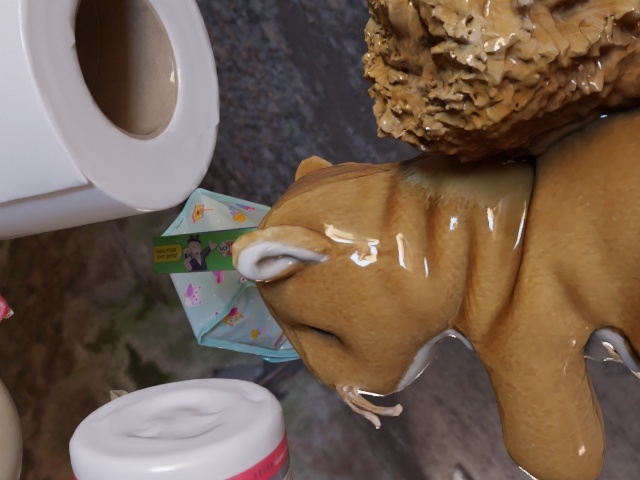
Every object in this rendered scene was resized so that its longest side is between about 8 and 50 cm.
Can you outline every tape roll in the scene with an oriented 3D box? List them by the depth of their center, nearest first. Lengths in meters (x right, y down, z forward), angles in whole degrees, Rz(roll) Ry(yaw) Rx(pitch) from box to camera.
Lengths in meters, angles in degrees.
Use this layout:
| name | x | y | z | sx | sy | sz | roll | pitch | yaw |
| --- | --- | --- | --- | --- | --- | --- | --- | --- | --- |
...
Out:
| name | x | y | z | sx | sy | sz | roll | pitch | yaw |
| --- | --- | --- | --- | --- | --- | --- | --- | --- | --- |
| tape roll | -0.217 | -0.131 | 0.811 | 0.169 | 0.246 | 0.246 | -8 | 126 | 27 |

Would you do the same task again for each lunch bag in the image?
| name | x | y | z | sx | sy | sz | roll | pitch | yaw |
| --- | --- | --- | --- | --- | --- | --- | --- | --- | --- |
| lunch bag | -0.092 | 0.061 | 1.534 | 0.262 | 0.160 | 0.223 | 18 | -147 | -45 |

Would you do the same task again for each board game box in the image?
| name | x | y | z | sx | sy | sz | roll | pitch | yaw |
| --- | --- | --- | --- | --- | --- | --- | --- | --- | --- |
| board game box | 0.000 | 0.000 | 1.098 | 0.317 | 0.213 | 0.046 | -4 | 91 | 40 |

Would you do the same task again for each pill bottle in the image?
| name | x | y | z | sx | sy | sz | roll | pitch | yaw |
| --- | --- | --- | --- | --- | --- | --- | --- | --- | --- |
| pill bottle | -0.098 | 0.293 | 0.843 | 0.176 | 0.176 | 0.318 | -160 | 60 | -64 |

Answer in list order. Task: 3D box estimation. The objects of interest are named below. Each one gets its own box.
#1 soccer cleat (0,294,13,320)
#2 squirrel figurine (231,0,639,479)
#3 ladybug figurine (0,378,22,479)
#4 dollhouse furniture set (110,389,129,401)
| name | x | y | z | sx | sy | sz | roll | pitch | yaw |
| --- | --- | --- | --- | --- | --- | --- | --- | --- | --- |
| soccer cleat | -0.474 | 0.080 | 1.231 | 0.248 | 0.083 | 0.095 | -4 | 139 | 43 |
| squirrel figurine | 0.131 | -0.039 | 0.665 | 0.370 | 0.281 | 0.397 | 4 | 118 | 17 |
| ladybug figurine | -0.480 | 0.268 | 0.895 | 0.162 | 0.449 | 0.305 | 1 | 126 | 51 |
| dollhouse furniture set | -0.258 | 0.224 | 1.420 | 0.114 | 0.081 | 0.091 | 31 | -170 | 30 |
